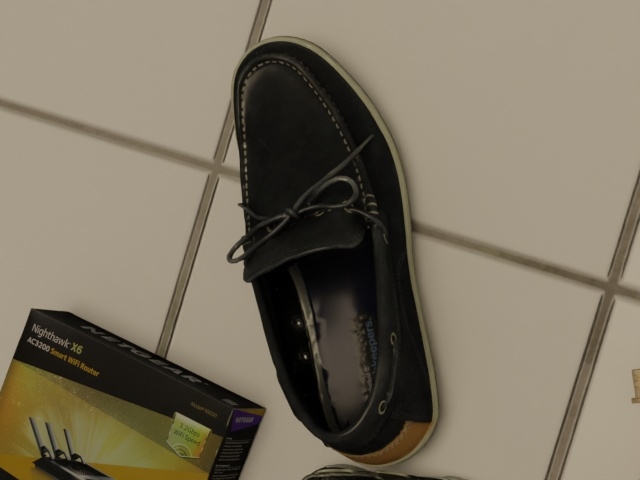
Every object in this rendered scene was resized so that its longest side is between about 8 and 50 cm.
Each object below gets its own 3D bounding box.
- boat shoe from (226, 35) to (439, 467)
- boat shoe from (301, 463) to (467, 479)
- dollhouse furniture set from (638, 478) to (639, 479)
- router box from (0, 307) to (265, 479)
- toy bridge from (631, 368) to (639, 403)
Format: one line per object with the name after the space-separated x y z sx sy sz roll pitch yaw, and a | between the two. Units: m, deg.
0.000 0.000 1.662 0.187 0.156 0.500 -21 74 25 | boat shoe
0.080 0.285 1.634 0.219 0.070 0.077 4 86 26 | boat shoe
0.194 0.374 1.290 0.374 0.201 0.152 -42 78 -2 | dollhouse furniture set
-0.245 0.247 1.793 0.309 0.081 0.243 22 94 26 | router box
0.401 0.147 1.517 0.188 0.026 0.063 -11 80 24 | toy bridge
